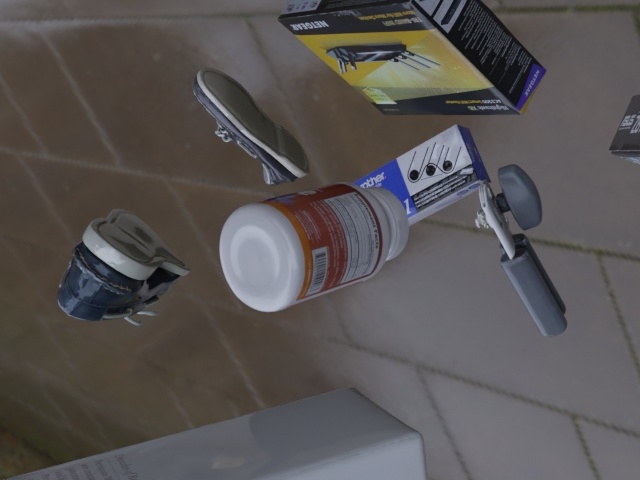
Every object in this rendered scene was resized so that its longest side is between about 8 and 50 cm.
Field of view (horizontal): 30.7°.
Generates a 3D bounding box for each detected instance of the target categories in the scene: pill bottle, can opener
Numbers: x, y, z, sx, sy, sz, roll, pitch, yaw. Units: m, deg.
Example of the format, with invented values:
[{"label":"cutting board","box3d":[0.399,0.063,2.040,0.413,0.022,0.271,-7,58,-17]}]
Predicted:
[{"label":"pill bottle","box3d":[0.000,0.000,1.319,0.121,0.216,0.121,12,109,39]},{"label":"can opener","box3d":[0.303,0.022,1.706,0.093,0.074,0.280,-17,120,21]}]

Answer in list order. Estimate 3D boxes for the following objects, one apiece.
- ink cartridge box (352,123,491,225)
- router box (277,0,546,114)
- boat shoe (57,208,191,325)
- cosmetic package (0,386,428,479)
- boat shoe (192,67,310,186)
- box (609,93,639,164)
[{"label":"ink cartridge box","box3d":[0.151,-0.087,1.799,0.207,0.046,0.097,-29,71,29]},{"label":"router box","box3d":[0.121,-0.273,1.617,0.243,0.081,0.309,37,164,-31]},{"label":"boat shoe","box3d":[-0.179,0.030,1.070,0.095,0.079,0.254,38,-176,-4]},{"label":"cosmetic package","box3d":[-0.133,0.301,0.989,0.161,0.453,0.230,-156,56,-67]},{"label":"boat shoe","box3d":[-0.095,-0.128,1.408,0.065,0.075,0.206,-27,137,24]},{"label":"box","box3d":[0.538,-0.084,1.376,0.318,0.097,0.395,23,-176,2]}]
